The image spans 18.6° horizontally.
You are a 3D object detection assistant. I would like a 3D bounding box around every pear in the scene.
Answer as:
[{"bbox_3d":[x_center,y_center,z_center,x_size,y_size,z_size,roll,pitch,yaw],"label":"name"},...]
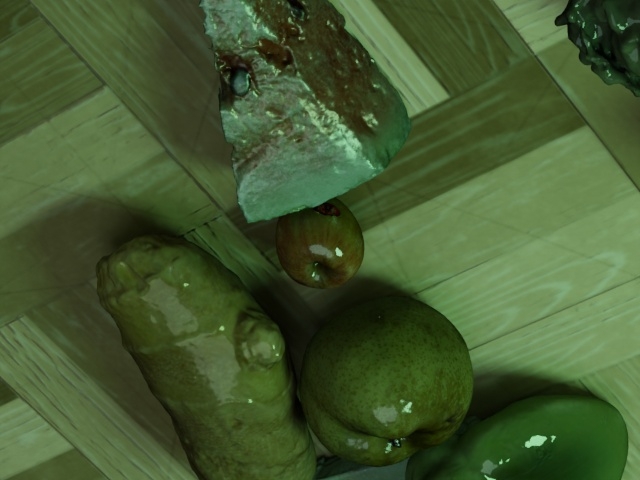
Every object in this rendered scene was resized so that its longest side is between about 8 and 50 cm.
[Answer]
[{"bbox_3d":[0.059,0.132,1.780,0.167,0.137,0.167,-16,154,-8],"label":"pear"}]

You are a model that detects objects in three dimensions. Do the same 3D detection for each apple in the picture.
[{"bbox_3d":[0.000,0.000,1.731,0.084,0.071,0.084,6,139,6],"label":"apple"}]

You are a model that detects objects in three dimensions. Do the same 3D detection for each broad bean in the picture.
[{"bbox_3d":[0.186,0.225,1.837,0.228,0.100,0.169,-28,131,4],"label":"broad bean"}]

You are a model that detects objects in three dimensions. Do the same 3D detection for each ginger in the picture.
[{"bbox_3d":[-0.091,0.130,1.819,0.190,0.126,0.354,6,138,31],"label":"ginger"}]

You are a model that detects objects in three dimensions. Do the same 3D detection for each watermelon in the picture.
[{"bbox_3d":[-0.030,-0.136,1.618,0.154,0.094,0.241,-18,123,15],"label":"watermelon"}]

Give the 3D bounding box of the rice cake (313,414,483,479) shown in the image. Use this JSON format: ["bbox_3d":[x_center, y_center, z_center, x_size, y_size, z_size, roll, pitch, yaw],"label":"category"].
[{"bbox_3d":[0.096,0.239,1.940,0.211,0.038,0.124,-24,122,27],"label":"rice cake"}]

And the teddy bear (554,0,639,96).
[{"bbox_3d":[0.360,-0.130,1.467,0.367,0.224,0.357,13,117,2],"label":"teddy bear"}]
